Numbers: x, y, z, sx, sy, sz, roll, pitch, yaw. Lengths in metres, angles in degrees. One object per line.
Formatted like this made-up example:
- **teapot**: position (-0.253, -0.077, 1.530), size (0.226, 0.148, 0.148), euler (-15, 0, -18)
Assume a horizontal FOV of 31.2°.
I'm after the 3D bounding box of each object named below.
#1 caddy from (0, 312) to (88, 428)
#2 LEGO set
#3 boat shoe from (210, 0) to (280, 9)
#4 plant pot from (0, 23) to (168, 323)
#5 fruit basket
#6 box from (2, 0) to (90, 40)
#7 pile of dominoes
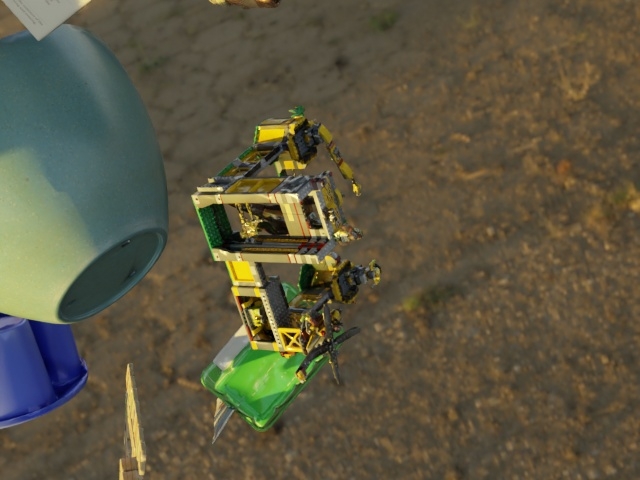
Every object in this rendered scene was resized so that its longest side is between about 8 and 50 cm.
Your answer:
- **caddy**: position (-0.496, 0.174, 1.591), size (0.341, 0.179, 0.241), euler (-2, 18, 12)
- **LEGO set**: position (0.000, 0.000, 1.472), size (0.192, 0.331, 0.255), euler (1, 22, 35)
- **boat shoe**: position (-0.086, -0.461, 1.557), size (0.116, 0.324, 0.123), euler (17, 45, 13)
- **plant pot**: position (-0.261, -0.035, 1.108), size (0.290, 0.290, 0.195), euler (-37, 74, -21)
- **fruit basket**: position (-0.096, 0.192, 2.053), size (0.327, 0.165, 0.353), euler (-49, 10, 2)
- **box**: position (-0.204, -0.232, 0.883), size (0.087, 0.101, 0.102), euler (-28, 22, 33)
- **pile of dominoes**: position (-0.303, 0.323, 1.773), size (0.040, 0.196, 0.251), euler (-2, 32, -15)
